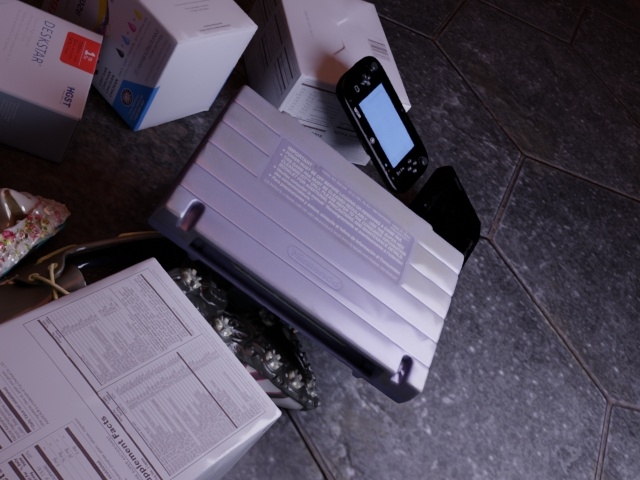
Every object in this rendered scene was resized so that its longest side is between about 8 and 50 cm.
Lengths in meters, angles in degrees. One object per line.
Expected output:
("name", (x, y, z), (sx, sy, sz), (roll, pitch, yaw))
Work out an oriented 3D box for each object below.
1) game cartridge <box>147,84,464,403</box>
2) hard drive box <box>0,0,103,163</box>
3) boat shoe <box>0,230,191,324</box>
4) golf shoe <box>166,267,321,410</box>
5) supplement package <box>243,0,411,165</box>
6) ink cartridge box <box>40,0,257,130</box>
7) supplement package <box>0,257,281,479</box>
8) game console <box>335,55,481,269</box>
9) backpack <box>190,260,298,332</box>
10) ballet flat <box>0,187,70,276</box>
("game cartridge", (0.000, 0.000, 1.004), (0.355, 0.068, 0.230), (37, 44, -13))
("hard drive box", (-0.409, -0.221, 1.085), (0.232, 0.089, 0.181), (20, 43, -23))
("boat shoe", (-0.268, 0.057, 0.924), (0.305, 0.091, 0.109), (-18, 65, -46))
("golf shoe", (-0.109, 0.129, 0.983), (0.273, 0.120, 0.105), (39, 26, -37))
("supplement package", (0.000, -0.281, 1.415), (0.204, 0.145, 0.262), (11, 47, -29))
("ink cartridge box", (-0.249, -0.308, 1.228), (0.233, 0.171, 0.168), (47, 40, 11))
("supplement package", (-0.218, 0.182, 0.757), (0.198, 0.199, 0.262), (48, 40, 12))
("game console", (0.125, -0.096, 1.294), (0.361, 0.044, 0.213), (59, 43, -20))
("backpack", (-0.055, 0.018, 1.091), (0.188, 0.144, 0.166), (53, 40, 2))
("ballet flat", (-0.337, -0.010, 0.904), (0.241, 0.091, 0.077), (-66, 142, -65))
